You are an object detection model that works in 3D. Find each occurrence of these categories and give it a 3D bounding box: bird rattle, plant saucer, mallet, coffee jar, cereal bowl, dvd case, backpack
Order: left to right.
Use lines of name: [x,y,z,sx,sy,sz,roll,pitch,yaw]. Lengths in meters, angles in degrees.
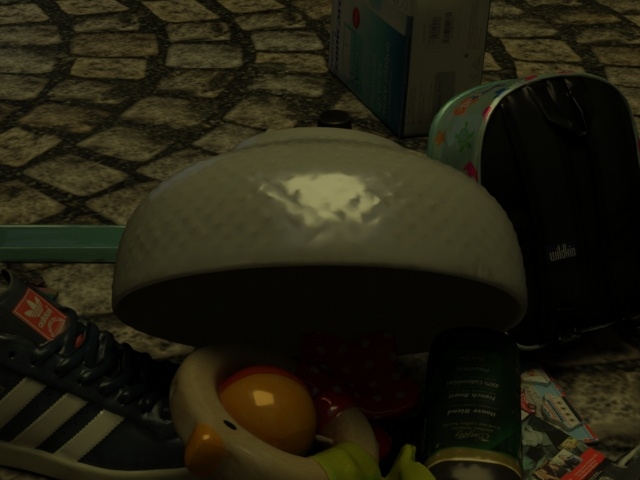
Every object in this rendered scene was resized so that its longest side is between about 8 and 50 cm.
plant saucer: [-0.276,0.002,1.274,0.192,0.018,0.067,-1,28,-4]
bird rattle: [-0.011,0.133,0.864,0.206,0.143,0.253,24,30,-19]
mallet: [-0.007,-0.063,1.219,0.039,0.062,0.190,10,43,14]
cereal bowl: [0.000,0.000,0.969,0.338,0.339,0.141,1,73,0]
coffee jar: [0.118,0.160,0.906,0.079,0.096,0.184,3,38,5]
backpack: [0.209,-0.037,1.145,0.225,0.254,0.191,-14,12,-26]
dvd case: [0.179,0.187,0.952,0.087,0.013,0.119,-33,44,-31]

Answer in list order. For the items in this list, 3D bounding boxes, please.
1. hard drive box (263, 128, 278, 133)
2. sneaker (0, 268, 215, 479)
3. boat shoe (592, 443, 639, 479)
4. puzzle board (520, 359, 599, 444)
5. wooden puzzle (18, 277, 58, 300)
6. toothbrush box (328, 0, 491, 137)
hard drive box: [-0.021,-0.030,1.279,0.181,0.089,0.232,12,29,17]
sneaker: [-0.208,0.104,0.946,0.349,0.148,0.131,5,28,3]
boat shoe: [0.186,0.221,0.809,0.102,0.108,0.301,24,32,35]
puzzle board: [0.179,0.147,1.048,0.096,0.011,0.128,-5,29,-14]
wooden puzzle: [-0.296,0.061,1.170,0.049,0.006,0.083,7,28,8]
toothbrush box: [0.120,-0.306,1.677,0.126,0.216,0.295,-6,30,-17]
